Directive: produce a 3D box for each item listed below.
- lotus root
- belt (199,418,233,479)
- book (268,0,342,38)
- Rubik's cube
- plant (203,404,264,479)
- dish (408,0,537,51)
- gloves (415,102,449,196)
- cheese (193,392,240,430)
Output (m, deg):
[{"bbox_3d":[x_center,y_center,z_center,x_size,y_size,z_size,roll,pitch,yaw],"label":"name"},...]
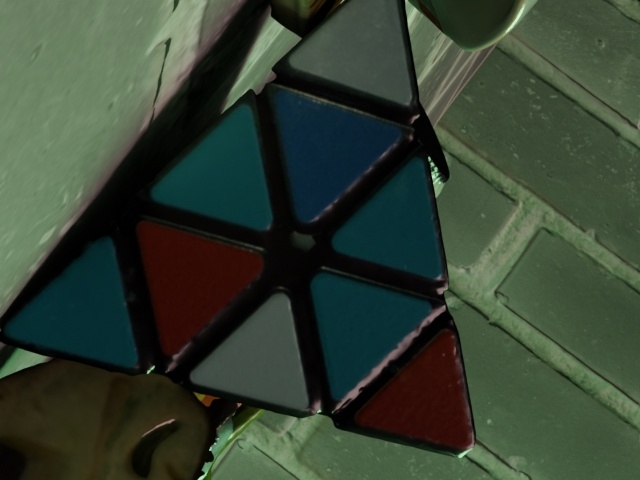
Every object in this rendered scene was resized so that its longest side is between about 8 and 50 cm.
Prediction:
[{"bbox_3d":[-0.151,0.168,0.964,0.074,0.170,0.260,-46,-166,55],"label":"lotus root"},{"bbox_3d":[-0.179,0.207,1.383,0.260,0.122,0.325,-48,174,-6],"label":"belt"},{"bbox_3d":[0.109,-0.293,0.884,0.428,0.039,0.300,-53,177,-2],"label":"book"},{"bbox_3d":[0.016,-0.029,0.990,0.234,0.250,0.284,-64,168,23],"label":"Rubik's cube"},{"bbox_3d":[-0.144,0.203,1.691,0.251,0.180,0.333,103,12,-72],"label":"plant"},{"bbox_3d":[0.099,-0.195,1.042,0.154,0.064,0.234,-49,-161,7],"label":"dish"},{"bbox_3d":[-0.011,-0.032,1.449,0.219,0.131,0.140,-23,-174,13],"label":"gloves"},{"bbox_3d":[-0.044,0.042,1.264,0.129,0.217,0.329,13,-133,46],"label":"cheese"}]
